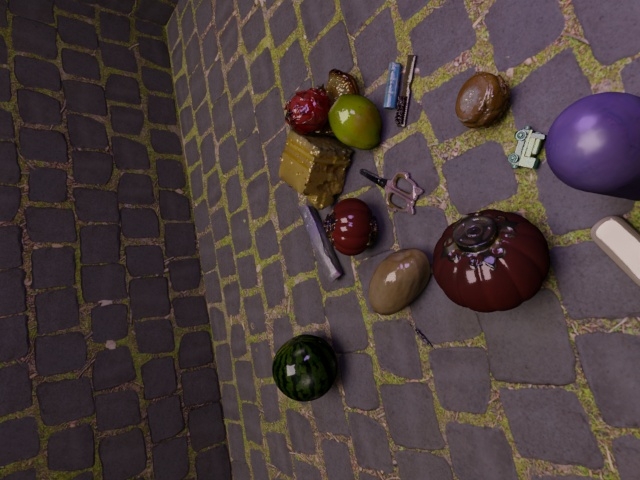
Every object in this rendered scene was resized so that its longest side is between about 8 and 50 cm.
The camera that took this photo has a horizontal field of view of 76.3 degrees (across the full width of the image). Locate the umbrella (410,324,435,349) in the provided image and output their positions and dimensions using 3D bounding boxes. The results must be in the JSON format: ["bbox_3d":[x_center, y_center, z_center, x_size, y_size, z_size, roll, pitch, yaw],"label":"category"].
[{"bbox_3d":[0.365,0.343,1.453,0.013,0.022,0.122,-48,64,9],"label":"umbrella"}]

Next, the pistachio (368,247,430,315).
[{"bbox_3d":[0.272,0.145,1.444,0.162,0.182,0.292,-86,21,-61],"label":"pistachio"}]

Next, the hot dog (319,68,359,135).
[{"bbox_3d":[0.071,-0.559,1.674,0.175,0.114,0.258,41,127,35],"label":"hot dog"}]

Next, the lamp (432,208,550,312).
[{"bbox_3d":[0.462,0.055,1.125,0.303,0.257,0.303,-25,38,22],"label":"lamp"}]

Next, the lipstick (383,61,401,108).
[{"bbox_3d":[0.264,-0.564,1.489,0.048,0.048,0.157,18,105,48],"label":"lipstick"}]

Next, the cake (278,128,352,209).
[{"bbox_3d":[-0.030,-0.294,1.721,0.227,0.223,0.285,45,125,40],"label":"cake"}]

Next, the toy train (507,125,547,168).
[{"bbox_3d":[0.576,-0.255,1.137,0.081,0.050,0.122,27,112,41],"label":"toy train"}]

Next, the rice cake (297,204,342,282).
[{"bbox_3d":[0.000,0.001,1.828,0.070,0.064,0.398,-39,63,34],"label":"rice cake"}]

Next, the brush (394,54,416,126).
[{"bbox_3d":[0.302,-0.534,1.456,0.043,0.036,0.247,20,108,43],"label":"brush"}]

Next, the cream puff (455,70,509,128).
[{"bbox_3d":[0.477,-0.407,1.193,0.165,0.115,0.150,-40,55,54],"label":"cream puff"}]

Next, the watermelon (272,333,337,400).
[{"bbox_3d":[-0.067,0.552,1.779,0.285,0.285,0.284,4,96,50],"label":"watermelon"}]

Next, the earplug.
[{"bbox_3d":[0.598,-0.179,0.803,0.215,0.456,0.215,8,101,48],"label":"earplug"}]

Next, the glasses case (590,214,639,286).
[{"bbox_3d":[0.736,0.026,0.963,0.083,0.050,0.196,-55,53,39],"label":"glasses case"}]

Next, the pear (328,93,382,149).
[{"bbox_3d":[0.141,-0.446,1.548,0.220,0.187,0.187,39,129,0],"label":"pear"}]

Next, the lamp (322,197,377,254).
[{"bbox_3d":[0.112,-0.052,1.575,0.227,0.227,0.226,4,96,50],"label":"lamp"}]

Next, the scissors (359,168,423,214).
[{"bbox_3d":[0.254,-0.209,1.543,0.317,0.024,0.160,40,123,41],"label":"scissors"}]

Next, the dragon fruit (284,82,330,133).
[{"bbox_3d":[-0.048,-0.505,1.593,0.172,0.209,0.172,46,166,15],"label":"dragon fruit"}]
